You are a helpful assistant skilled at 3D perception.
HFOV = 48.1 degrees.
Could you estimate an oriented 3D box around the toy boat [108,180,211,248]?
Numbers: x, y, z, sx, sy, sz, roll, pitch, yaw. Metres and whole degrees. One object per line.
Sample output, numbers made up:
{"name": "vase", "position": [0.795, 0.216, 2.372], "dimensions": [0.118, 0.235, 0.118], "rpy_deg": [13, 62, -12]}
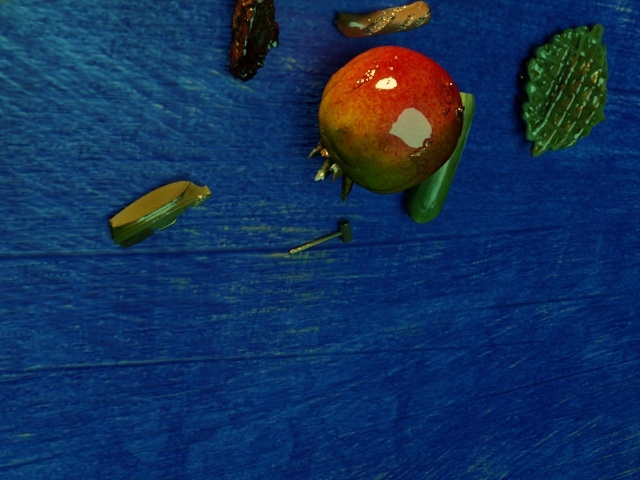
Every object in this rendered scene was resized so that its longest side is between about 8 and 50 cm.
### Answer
{"name": "toy boat", "position": [-0.221, -0.039, 0.988], "dimensions": [0.149, 0.047, 0.049], "rpy_deg": [-30, 138, -12]}

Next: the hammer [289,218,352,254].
{"name": "hammer", "position": [0.000, 0.000, 1.162], "dimensions": [0.110, 0.019, 0.036], "rpy_deg": [-21, 122, -15]}

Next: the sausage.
{"name": "sausage", "position": [0.093, -0.322, 1.050], "dimensions": [0.157, 0.042, 0.036], "rpy_deg": [-14, 157, -23]}

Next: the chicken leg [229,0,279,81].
{"name": "chicken leg", "position": [-0.078, -0.311, 0.943], "dimensions": [0.093, 0.053, 0.205], "rpy_deg": [-13, 129, -52]}

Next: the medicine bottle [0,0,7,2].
{"name": "medicine bottle", "position": [-0.363, -0.374, 0.712], "dimensions": [0.095, 0.095, 0.260], "rpy_deg": [-23, 121, -20]}

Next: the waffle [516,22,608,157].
{"name": "waffle", "position": [0.436, -0.267, 1.271], "dimensions": [0.207, 0.054, 0.214], "rpy_deg": [-24, 117, -16]}

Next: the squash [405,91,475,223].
{"name": "squash", "position": [0.197, -0.135, 1.184], "dimensions": [0.066, 0.066, 0.229], "rpy_deg": [7, 107, -34]}

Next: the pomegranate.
{"name": "pomegranate", "position": [0.090, -0.162, 1.021], "dimensions": [0.235, 0.210, 0.210], "rpy_deg": [-40, 131, 23]}
